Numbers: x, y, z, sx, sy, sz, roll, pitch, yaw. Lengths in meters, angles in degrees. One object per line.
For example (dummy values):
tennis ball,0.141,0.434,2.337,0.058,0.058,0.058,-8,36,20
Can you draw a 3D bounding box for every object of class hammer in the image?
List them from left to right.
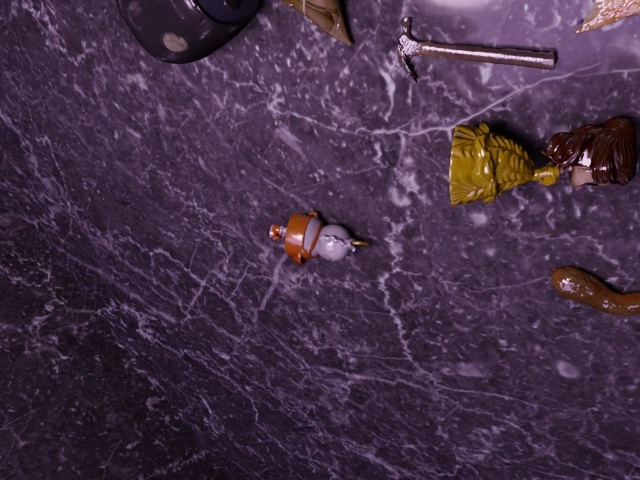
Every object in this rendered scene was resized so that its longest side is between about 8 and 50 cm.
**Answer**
hammer,0.288,-0.353,0.953,0.298,0.027,0.125,13,130,23

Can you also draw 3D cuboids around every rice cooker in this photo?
rice cooker,-0.282,-0.511,1.042,0.225,0.267,0.267,-9,118,41

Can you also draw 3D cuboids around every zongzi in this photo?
zongzi,0.026,-0.483,0.962,0.178,0.081,0.189,38,155,-8

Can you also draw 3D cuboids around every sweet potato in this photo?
sweet potato,0.619,0.118,1.093,0.233,0.062,0.081,16,130,18

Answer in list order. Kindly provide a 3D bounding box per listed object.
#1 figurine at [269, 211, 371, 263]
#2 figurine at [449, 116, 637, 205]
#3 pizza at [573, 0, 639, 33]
figurine,-0.001,-0.010,1.352,0.272,0.143,0.143,-6,122,13
figurine,0.416,-0.141,0.952,0.316,0.167,0.187,4,169,20
pizza,0.497,-0.418,0.760,0.181,0.034,0.262,46,135,-6
